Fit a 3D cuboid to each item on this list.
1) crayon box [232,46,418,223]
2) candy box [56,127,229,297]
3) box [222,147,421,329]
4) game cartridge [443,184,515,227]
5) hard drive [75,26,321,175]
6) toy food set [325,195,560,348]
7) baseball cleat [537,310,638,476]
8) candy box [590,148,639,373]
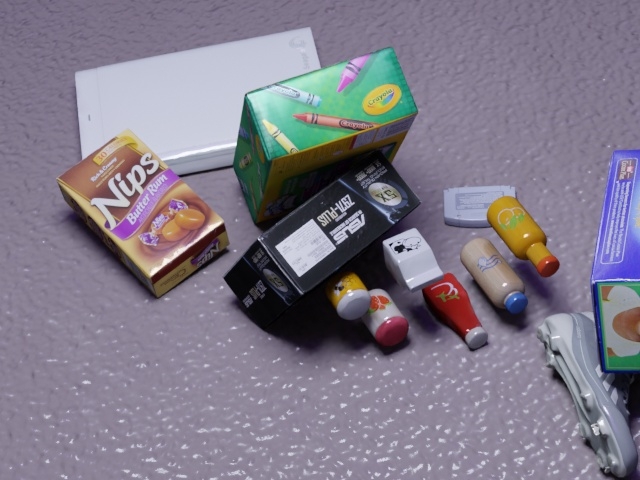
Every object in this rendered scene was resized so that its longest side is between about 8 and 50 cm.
[{"bbox_3d":[-0.002,-0.109,1.763,0.165,0.278,0.081,-19,80,-10],"label":"crayon box"},{"bbox_3d":[-0.205,-0.034,1.844,0.109,0.053,0.187,-38,60,-17],"label":"candy box"},{"bbox_3d":[0.000,0.000,1.732,0.180,0.147,0.077,-37,87,-26],"label":"box"},{"bbox_3d":[0.183,-0.039,1.844,0.083,0.017,0.056,-2,43,6],"label":"game cartridge"},{"bbox_3d":[-0.146,-0.166,1.999,0.308,0.040,0.203,-11,46,-2],"label":"hard drive"},{"bbox_3d":[0.132,0.055,1.694,0.232,0.111,0.104,-22,47,-14],"label":"toy food set"},{"bbox_3d":[0.296,0.143,1.615,0.109,0.072,0.206,-12,49,-12],"label":"baseball cleat"},{"bbox_3d":[0.445,0.011,1.607,0.317,0.122,0.268,-3,31,18],"label":"candy box"}]
